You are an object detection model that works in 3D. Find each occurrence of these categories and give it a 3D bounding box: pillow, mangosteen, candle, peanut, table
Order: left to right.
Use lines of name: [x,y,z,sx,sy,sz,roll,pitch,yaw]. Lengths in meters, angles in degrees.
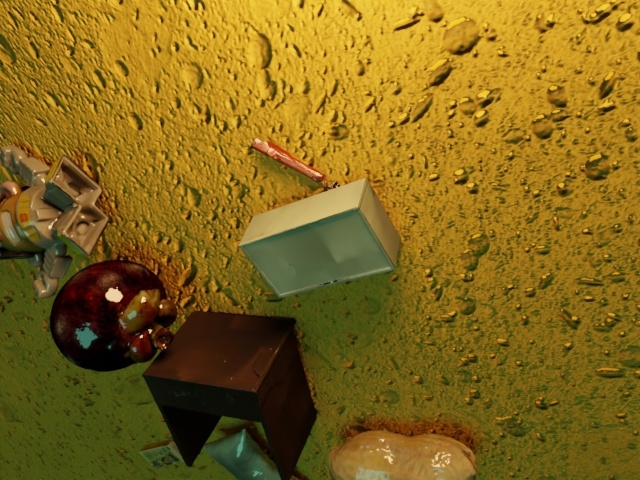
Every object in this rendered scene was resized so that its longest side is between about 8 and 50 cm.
mangosteen: [-0.392,0.156,1.000,0.265,0.228,0.228,13,124,24]
table: [-0.169,0.321,1.042,0.250,0.196,0.282,0,122,21]
pillow: [-0.157,0.562,1.248,0.144,0.078,0.254,-33,106,31]
candle: [-0.034,-0.120,0.816,0.167,0.026,0.021,29,149,0]
peanut: [0.159,0.463,1.024,0.313,0.149,0.149,-4,118,24]

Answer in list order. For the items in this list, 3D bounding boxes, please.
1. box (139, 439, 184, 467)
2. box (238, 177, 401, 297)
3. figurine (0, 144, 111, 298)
box: [-0.445,0.606,1.427,0.149,0.020,0.073,-26,107,32]
box: [0.000,0.000,0.824,0.225,0.086,0.130,-16,124,29]
figurine: [-0.564,-0.038,1.004,0.308,0.143,0.309,-6,78,29]
